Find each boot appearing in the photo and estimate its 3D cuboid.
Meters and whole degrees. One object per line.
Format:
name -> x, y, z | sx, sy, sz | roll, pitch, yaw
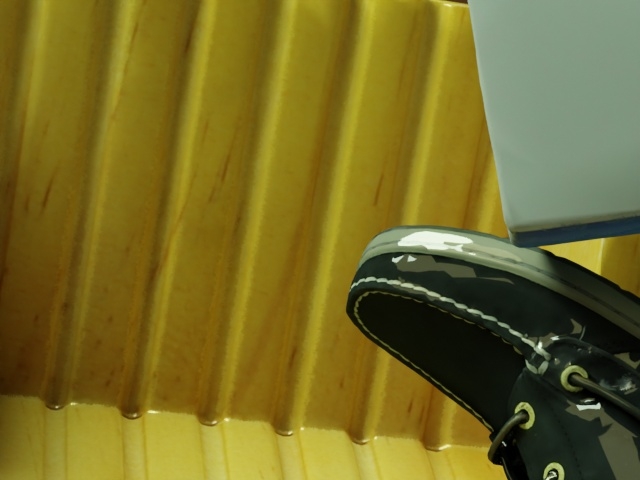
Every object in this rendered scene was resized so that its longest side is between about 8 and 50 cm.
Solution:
boot -> 0.081, 0.111, 0.669 | 0.236, 0.085, 0.178 | 29, 64, 13

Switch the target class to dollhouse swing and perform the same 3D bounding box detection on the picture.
dollhouse swing -> -0.024, 0.055, 0.757 | 0.305, 0.347, 0.315 | -128, 47, -76

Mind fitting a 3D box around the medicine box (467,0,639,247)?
medicine box -> 0.235, -0.095, 0.709 | 0.263, 0.149, 0.289 | -8, 0, 32
